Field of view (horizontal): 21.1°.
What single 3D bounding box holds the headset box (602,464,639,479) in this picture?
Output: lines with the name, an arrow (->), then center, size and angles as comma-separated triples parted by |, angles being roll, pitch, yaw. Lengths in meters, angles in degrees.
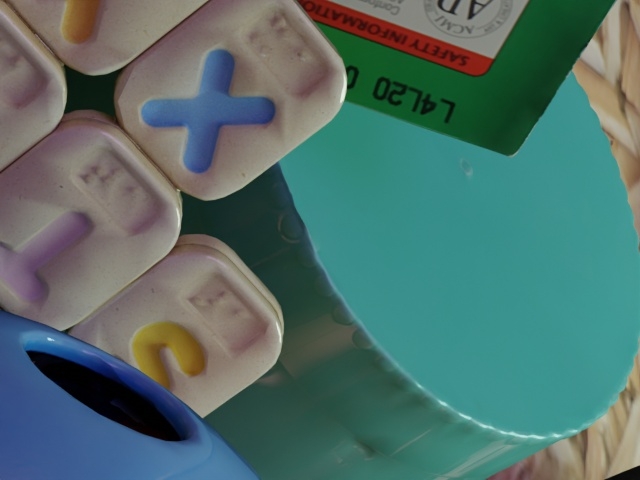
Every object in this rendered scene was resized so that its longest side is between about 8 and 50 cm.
headset box -> 0.253, 0.253, 0.844 | 0.283, 0.131, 0.246 | 60, 13, -24

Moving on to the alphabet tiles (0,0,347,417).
alphabet tiles -> -0.144, -0.025, 0.546 | 0.284, 0.278, 0.021 | 50, 13, -24

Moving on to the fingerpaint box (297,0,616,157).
fingerpaint box -> -0.098, -0.265, 0.653 | 0.444, 0.163, 0.371 | 17, 43, -13

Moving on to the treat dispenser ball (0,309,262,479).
treat dispenser ball -> -0.124, 0.156, 0.445 | 0.288, 0.288, 0.288 | 26, 51, -38

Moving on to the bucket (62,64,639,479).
bucket -> 0.000, 0.000, 0.762 | 0.281, 0.183, 0.281 | 27, 51, -38
